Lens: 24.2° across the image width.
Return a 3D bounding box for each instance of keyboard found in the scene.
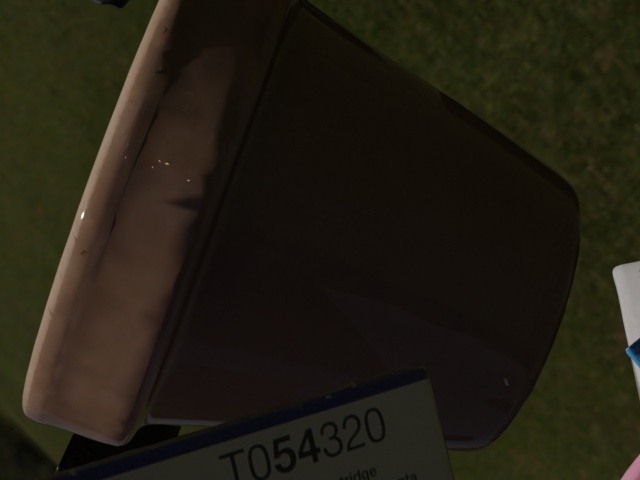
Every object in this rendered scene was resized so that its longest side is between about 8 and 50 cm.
[{"bbox_3d":[-0.158,0.127,1.156,0.108,0.180,0.023,36,128,-15],"label":"keyboard"}]

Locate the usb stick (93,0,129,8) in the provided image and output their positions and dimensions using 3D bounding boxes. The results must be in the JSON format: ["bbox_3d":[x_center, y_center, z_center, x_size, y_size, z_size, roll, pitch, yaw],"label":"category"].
[{"bbox_3d":[-0.141,-0.299,1.042,0.077,0.045,0.278,42,131,41],"label":"usb stick"}]

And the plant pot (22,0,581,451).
[{"bbox_3d":[0.000,0.000,0.761,0.229,0.263,0.263,19,166,-6],"label":"plant pot"}]

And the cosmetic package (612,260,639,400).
[{"bbox_3d":[0.497,0.194,1.494,0.394,0.329,0.327,-66,-39,-71],"label":"cosmetic package"}]

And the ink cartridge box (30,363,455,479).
[{"bbox_3d":[-0.066,0.240,0.517,0.071,0.324,0.330,-17,86,59],"label":"ink cartridge box"}]

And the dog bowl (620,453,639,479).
[{"bbox_3d":[0.349,0.252,0.953,0.408,0.408,0.150,33,166,39],"label":"dog bowl"}]

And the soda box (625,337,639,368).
[{"bbox_3d":[0.297,0.029,0.928,0.067,0.210,0.071,54,-156,13],"label":"soda box"}]
